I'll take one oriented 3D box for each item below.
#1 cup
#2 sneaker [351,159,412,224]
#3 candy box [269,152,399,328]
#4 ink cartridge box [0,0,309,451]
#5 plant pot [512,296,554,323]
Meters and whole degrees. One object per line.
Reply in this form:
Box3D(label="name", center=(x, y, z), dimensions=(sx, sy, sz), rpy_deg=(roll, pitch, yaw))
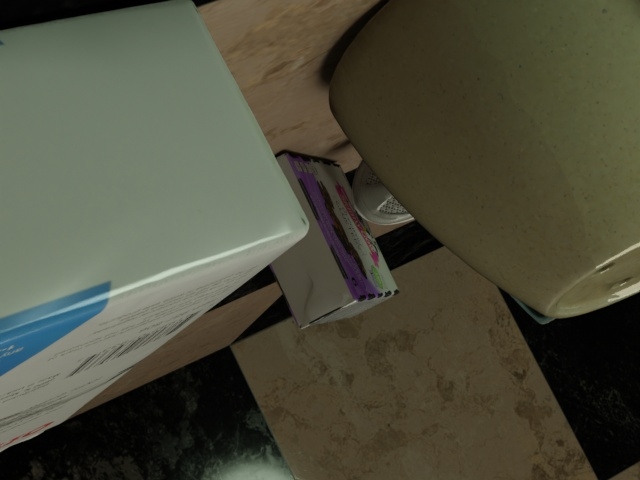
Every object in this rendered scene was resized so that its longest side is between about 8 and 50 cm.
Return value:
Box3D(label="cup", center=(0.202, -0.078, 1.001), dimensions=(0.331, 0.237, 0.331), rpy_deg=(-21, 161, -8))
Box3D(label="sneaker", center=(0.146, -0.105, 1.277), dimensions=(0.281, 0.105, 0.115), rpy_deg=(-32, -178, 18))
Box3D(label="candy box", center=(0.000, 0.000, 1.313), dimensions=(0.070, 0.165, 0.196), rpy_deg=(-27, 173, 15))
Box3D(label="ink cartridge box", center=(-0.240, 0.039, 0.769), dimensions=(0.285, 0.166, 0.395), rpy_deg=(-20, 169, -39))
Box3D(label="plant pot", center=(0.308, -0.088, 1.545), dimensions=(0.252, 0.248, 0.247), rpy_deg=(-44, 177, -17))
